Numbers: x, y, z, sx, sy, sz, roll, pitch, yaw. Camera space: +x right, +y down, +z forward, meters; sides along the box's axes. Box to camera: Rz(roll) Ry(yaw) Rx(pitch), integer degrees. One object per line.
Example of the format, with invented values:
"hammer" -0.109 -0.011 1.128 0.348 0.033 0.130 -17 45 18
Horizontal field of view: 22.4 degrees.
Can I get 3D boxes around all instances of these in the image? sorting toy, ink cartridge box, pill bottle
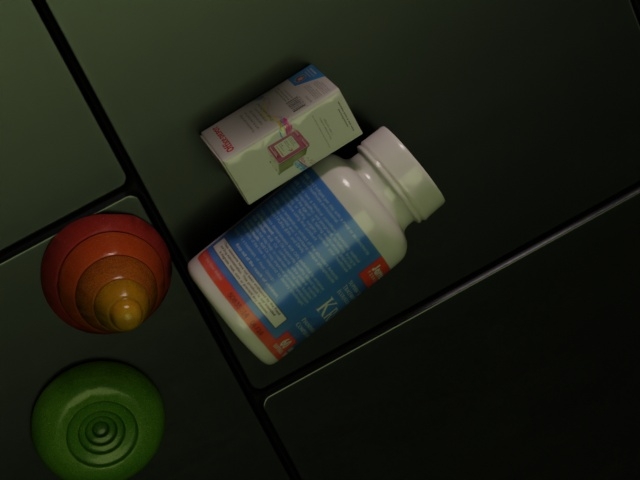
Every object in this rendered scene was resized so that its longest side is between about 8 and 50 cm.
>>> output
"sorting toy" -0.192 0.166 1.466 0.127 0.126 0.365 1 107 -17
"ink cartridge box" -0.037 -0.095 1.440 0.122 0.088 0.052 -31 117 -4
"pill bottle" 0.000 0.000 1.464 0.221 0.124 0.124 -39 114 0
